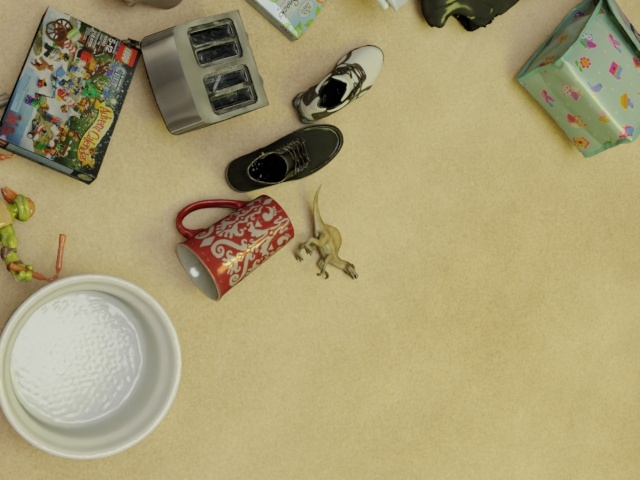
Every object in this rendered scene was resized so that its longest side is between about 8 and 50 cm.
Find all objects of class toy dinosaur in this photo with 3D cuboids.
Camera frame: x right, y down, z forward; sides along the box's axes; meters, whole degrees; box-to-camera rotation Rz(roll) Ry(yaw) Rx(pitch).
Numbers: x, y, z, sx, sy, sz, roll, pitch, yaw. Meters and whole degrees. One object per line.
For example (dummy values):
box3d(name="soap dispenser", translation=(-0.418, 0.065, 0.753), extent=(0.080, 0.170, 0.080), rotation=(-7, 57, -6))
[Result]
box3d(name="toy dinosaur", translation=(0.000, 0.000, 1.806), extent=(0.092, 0.053, 0.183), rotation=(-39, 113, -34))

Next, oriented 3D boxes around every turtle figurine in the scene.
box3d(name="turtle figurine", translation=(-0.518, -0.041, 1.555), extent=(0.217, 0.087, 0.269), rotation=(-18, 86, -37))

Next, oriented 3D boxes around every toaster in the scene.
box3d(name="toaster", translation=(-0.188, -0.267, 1.655), extent=(0.185, 0.110, 0.168), rotation=(-24, 100, -39))

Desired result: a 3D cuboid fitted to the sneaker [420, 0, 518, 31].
box3d(name="sneaker", translation=(0.304, -0.450, 1.901), extent=(0.286, 0.109, 0.130), rotation=(-9, 104, -16))

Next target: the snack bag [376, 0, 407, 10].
box3d(name="snack bag", translation=(0.116, -0.611, 1.774), extent=(0.323, 0.037, 0.342), rotation=(47, 65, -16))

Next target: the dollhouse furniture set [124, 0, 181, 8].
box3d(name="dollhouse furniture set", translation=(-0.263, -0.595, 1.652), extent=(0.355, 0.303, 0.174), rotation=(60, 25, 15))

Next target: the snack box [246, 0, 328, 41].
box3d(name="snack box", translation=(-0.066, -0.422, 1.767), extent=(0.141, 0.037, 0.100), rotation=(40, 77, -19))

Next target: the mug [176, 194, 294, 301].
box3d(name="mug", translation=(-0.143, -0.009, 1.705), extent=(0.169, 0.113, 0.150), rotation=(-35, 106, -22))

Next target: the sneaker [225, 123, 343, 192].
box3d(name="sneaker", translation=(-0.041, -0.135, 1.739), extent=(0.222, 0.118, 0.083), rotation=(-26, 101, -20))

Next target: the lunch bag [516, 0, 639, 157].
box3d(name="lunch bag", translation=(0.534, -0.326, 1.962), extent=(0.223, 0.160, 0.262), rotation=(47, 63, -14))

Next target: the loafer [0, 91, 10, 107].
box3d(name="loafer", translation=(-0.531, -0.202, 1.572), extent=(0.125, 0.045, 0.039), rotation=(-27, 95, -18))

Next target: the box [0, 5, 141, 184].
box3d(name="box", translation=(-0.386, -0.223, 1.603), extent=(0.159, 0.044, 0.233), rotation=(23, 69, -21))

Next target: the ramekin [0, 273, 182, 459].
box3d(name="ramekin", translation=(-0.364, 0.186, 1.600), extent=(0.277, 0.135, 0.277), rotation=(-1, 91, -24))

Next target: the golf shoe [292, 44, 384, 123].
box3d(name="golf shoe", translation=(0.048, -0.269, 1.789), extent=(0.198, 0.094, 0.077), rotation=(-43, 105, -18))
